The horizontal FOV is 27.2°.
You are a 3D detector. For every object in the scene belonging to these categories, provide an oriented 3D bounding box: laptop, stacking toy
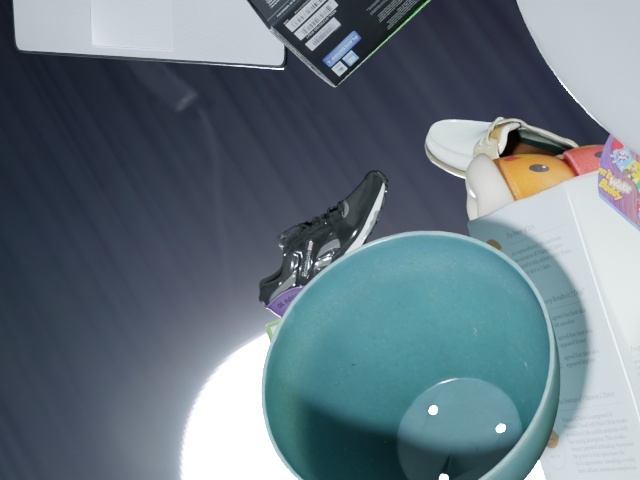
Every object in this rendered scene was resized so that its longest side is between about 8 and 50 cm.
[{"bbox_3d":[-0.255,-0.393,1.493,0.382,0.408,0.236,7,-163,22],"label":"laptop"},{"bbox_3d":[0.480,-0.040,1.954,0.480,0.351,0.350,-22,171,2],"label":"stacking toy"}]

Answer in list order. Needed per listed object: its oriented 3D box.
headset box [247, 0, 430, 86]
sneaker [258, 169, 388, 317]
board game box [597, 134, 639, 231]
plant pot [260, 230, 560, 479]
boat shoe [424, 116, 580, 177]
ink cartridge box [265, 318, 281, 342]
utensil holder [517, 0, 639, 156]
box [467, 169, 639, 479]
[{"bbox_3d":[0.006,-0.348,1.387,0.246,0.283,0.131,-43,141,8],"label":"headset box"},{"bbox_3d":[0.000,0.000,2.098,0.283,0.124,0.107,-60,-176,5],"label":"sneaker"},{"bbox_3d":[0.310,-0.064,1.134,0.133,0.169,0.033,-50,144,11],"label":"board game box"},{"bbox_3d":[0.112,0.163,1.321,0.290,0.290,0.195,-32,143,4],"label":"plant pot"},{"bbox_3d":[0.315,-0.160,2.244,0.113,0.302,0.103,-63,153,-25],"label":"boat shoe"},{"bbox_3d":[0.034,0.134,1.919,0.209,0.062,0.109,-20,149,-1],"label":"ink cartridge box"},{"bbox_3d":[0.355,-0.252,0.878,0.385,0.327,0.327,-48,177,-18],"label":"utensil holder"},{"bbox_3d":[0.323,0.104,1.435,0.168,0.345,0.215,-15,175,-24],"label":"box"}]
